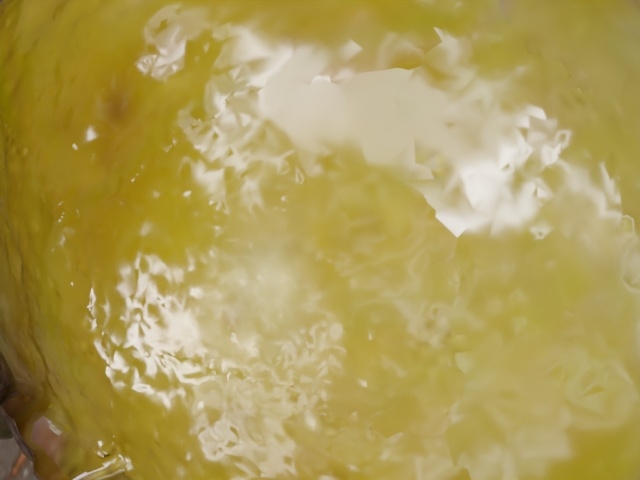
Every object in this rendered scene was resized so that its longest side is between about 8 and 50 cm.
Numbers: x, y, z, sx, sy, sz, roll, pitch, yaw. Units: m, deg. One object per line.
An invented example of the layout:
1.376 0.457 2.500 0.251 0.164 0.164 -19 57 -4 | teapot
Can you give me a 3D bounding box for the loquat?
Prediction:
0.000 0.000 0.489 0.243 0.244 0.244 -1 98 -7 | loquat
